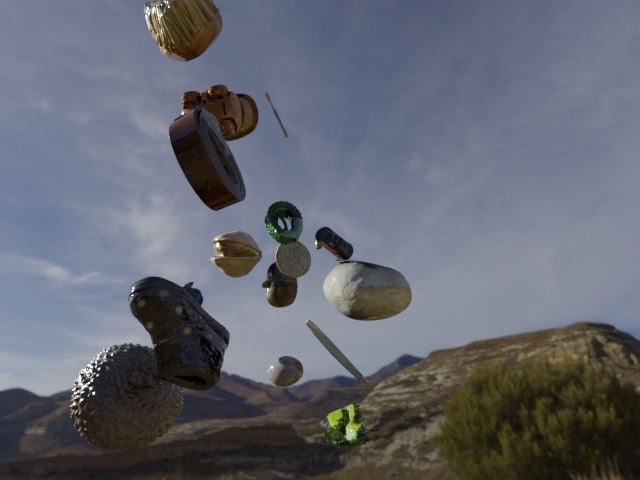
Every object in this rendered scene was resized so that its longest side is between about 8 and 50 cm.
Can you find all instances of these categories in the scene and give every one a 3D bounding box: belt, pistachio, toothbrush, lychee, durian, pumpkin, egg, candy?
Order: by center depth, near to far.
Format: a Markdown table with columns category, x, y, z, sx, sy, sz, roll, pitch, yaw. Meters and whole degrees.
| category | x | y | z | sx | sy | sz | roll | pitch | yaw |
| --- | --- | --- | --- | --- | --- | --- | --- | --- | --- |
| durian | 0.075 | 0.578 | 1.382 | 0.132 | 0.106 | 0.375 | -18 | -16 | -22 |
| belt | -0.115 | -0.062 | 1.464 | 0.121 | 0.151 | 0.079 | -6 | -30 | -25 |
| candy | 0.150 | 0.174 | 1.464 | 0.296 | 0.185 | 0.295 | 14 | -16 | 4 |
| belt | -0.373 | -0.271 | 1.498 | 0.122 | 0.338 | 0.217 | -20 | 19 | 14 |
| egg | -0.121 | 0.451 | 1.537 | 0.135 | 0.103 | 0.103 | -17 | -24 | 27 |
| lychee | -0.695 | 0.572 | 1.606 | 0.381 | 0.380 | 0.432 | 11 | -42 | -32 |
| belt | -0.542 | 0.258 | 1.633 | 0.218 | 0.122 | 0.128 | -22 | -24 | -49 |
| toothbrush | -0.177 | -0.507 | 1.800 | 0.014 | 0.017 | 0.194 | -25 | -65 | 3 |
| pumpkin | -0.193 | 0.205 | 2.039 | 0.163 | 0.218 | 0.219 | 3 | -20 | -20 |
| pistachio | -0.399 | 0.061 | 2.107 | 0.238 | 0.229 | 0.321 | -1 | -8 | 9 |

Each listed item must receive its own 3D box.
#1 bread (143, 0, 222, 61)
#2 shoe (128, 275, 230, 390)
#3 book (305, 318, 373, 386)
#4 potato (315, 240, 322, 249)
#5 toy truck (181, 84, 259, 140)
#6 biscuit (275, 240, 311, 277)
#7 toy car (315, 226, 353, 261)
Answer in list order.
| category | x | y | z | sx | sy | sz | roll | pitch | yaw |
| --- | --- | --- | --- | --- | --- | --- | --- | --- | --- |
| bread | -0.448 | -0.710 | 1.449 | 0.236 | 0.388 | 0.183 | -30 | -54 | -1 |
| shoe | -0.432 | 0.295 | 1.328 | 0.171 | 0.237 | 0.384 | -22 | -52 | 19 |
| book | 0.076 | 0.421 | 1.601 | 0.032 | 0.269 | 0.389 | -44 | -23 | -8 |
| potato | 0.000 | 0.000 | 2.020 | 0.047 | 0.092 | 0.045 | 1 | -27 | 19 |
| toy truck | -0.426 | -0.522 | 1.858 | 0.288 | 0.204 | 0.212 | -9 | 3 | 19 |
| biscuit | -0.100 | 0.067 | 1.646 | 0.152 | 0.152 | 0.020 | 10 | -18 | -30 |
| toy car | 0.048 | 0.009 | 1.474 | 0.142 | 0.069 | 0.055 | 37 | -36 | -8 |
